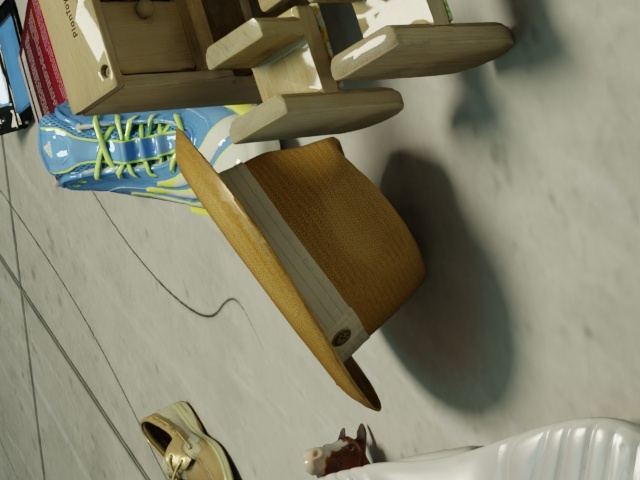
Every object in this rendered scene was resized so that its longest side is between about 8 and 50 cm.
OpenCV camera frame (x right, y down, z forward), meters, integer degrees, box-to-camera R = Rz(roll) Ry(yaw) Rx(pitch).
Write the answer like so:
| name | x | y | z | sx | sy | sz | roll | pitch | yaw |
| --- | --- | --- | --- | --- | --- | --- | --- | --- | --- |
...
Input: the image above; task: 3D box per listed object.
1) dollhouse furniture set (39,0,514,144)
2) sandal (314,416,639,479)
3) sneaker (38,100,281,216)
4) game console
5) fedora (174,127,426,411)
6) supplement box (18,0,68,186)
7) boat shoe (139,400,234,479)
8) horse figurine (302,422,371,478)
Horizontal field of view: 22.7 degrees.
| name | x | y | z | sx | sy | sz | roll | pitch | yaw |
| --- | --- | --- | --- | --- | --- | --- | --- | --- | --- |
| dollhouse furniture set | -0.010 | -0.157 | 0.811 | 0.242 | 0.161 | 0.212 | -25 | 78 | 45 |
| sandal | 0.087 | 0.149 | 0.786 | 0.265 | 0.076 | 0.102 | -24 | 72 | 46 |
| sneaker | -0.115 | -0.052 | 1.072 | 0.240 | 0.126 | 0.091 | -156 | 56 | -63 |
| game console | -0.338 | -0.171 | 1.614 | 0.071 | 0.107 | 0.122 | 17 | -122 | -83 |
| fedora | 0.000 | 0.000 | 0.849 | 0.194 | 0.079 | 0.194 | 53 | 179 | 2 |
| supplement box | -0.173 | -0.156 | 1.218 | 0.239 | 0.073 | 0.130 | 119 | 135 | -60 |
| boat shoe | -0.108 | 0.180 | 1.294 | 0.135 | 0.045 | 0.050 | -139 | 41 | -55 |
| horse figurine | 0.029 | 0.242 | 0.904 | 0.066 | 0.174 | 0.263 | -43 | 73 | 29 |
